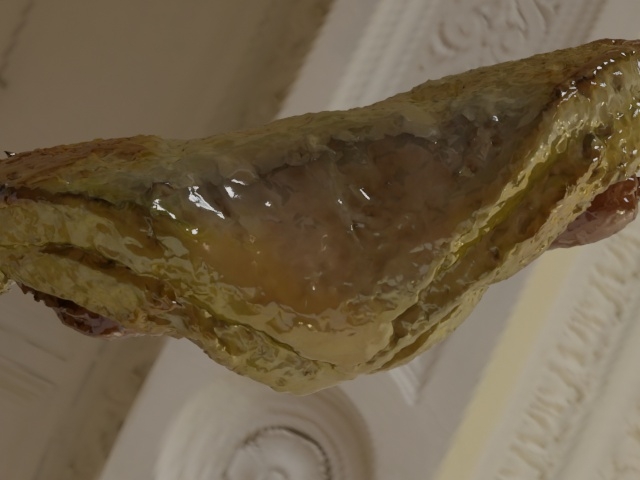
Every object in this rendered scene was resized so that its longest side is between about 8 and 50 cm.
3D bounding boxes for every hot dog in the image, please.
[{"bbox_3d":[0.000,0.001,0.398,0.168,0.078,0.061,-11,-78,-2],"label":"hot dog"}]
